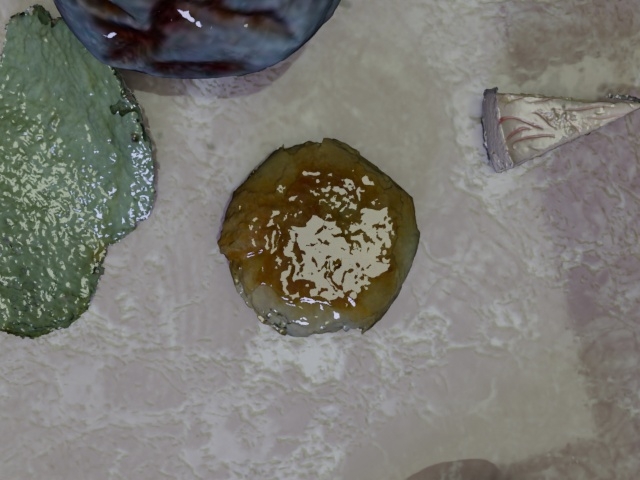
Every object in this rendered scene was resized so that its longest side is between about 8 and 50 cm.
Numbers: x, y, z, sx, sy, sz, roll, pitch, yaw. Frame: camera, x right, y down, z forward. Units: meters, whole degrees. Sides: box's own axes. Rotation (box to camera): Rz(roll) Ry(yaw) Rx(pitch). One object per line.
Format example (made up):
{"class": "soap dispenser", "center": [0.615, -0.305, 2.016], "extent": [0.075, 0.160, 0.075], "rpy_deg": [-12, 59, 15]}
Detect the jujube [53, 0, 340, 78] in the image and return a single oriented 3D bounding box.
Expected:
{"class": "jujube", "center": [-0.080, -0.260, 0.799], "extent": [0.246, 0.215, 0.308], "rpy_deg": [19, 96, 3]}

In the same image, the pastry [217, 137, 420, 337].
{"class": "pastry", "center": [0.000, -0.002, 0.886], "extent": [0.153, 0.081, 0.153], "rpy_deg": [0, 96, -3]}

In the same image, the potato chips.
{"class": "potato chips", "center": [-0.208, -0.047, 0.878], "extent": [0.167, 0.059, 0.228], "rpy_deg": [27, 95, 0]}

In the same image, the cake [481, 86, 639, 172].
{"class": "cake", "center": [0.189, -0.087, 0.918], "extent": [0.121, 0.052, 0.065], "rpy_deg": [-2, 88, -6]}
